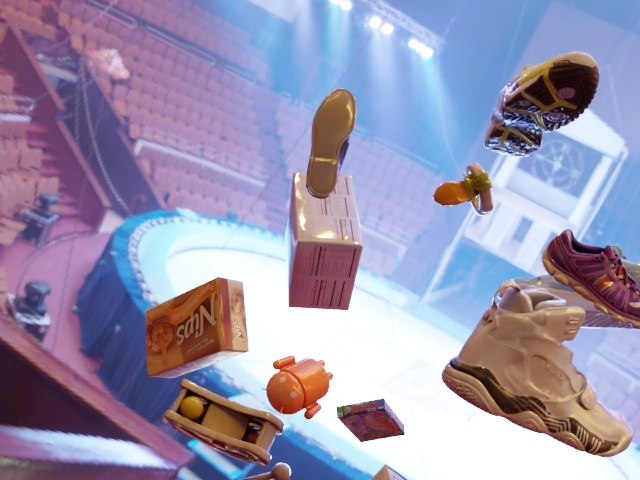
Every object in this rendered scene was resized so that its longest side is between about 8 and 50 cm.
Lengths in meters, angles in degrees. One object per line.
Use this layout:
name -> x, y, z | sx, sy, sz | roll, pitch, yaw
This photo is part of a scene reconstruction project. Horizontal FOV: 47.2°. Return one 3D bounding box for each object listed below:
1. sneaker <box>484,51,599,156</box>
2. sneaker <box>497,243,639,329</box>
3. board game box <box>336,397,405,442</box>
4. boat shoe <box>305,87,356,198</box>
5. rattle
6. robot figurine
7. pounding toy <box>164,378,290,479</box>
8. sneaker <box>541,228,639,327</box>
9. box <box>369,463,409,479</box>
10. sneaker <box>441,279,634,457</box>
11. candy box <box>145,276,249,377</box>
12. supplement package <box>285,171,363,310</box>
sneaker -> 0.419, -0.290, 1.439 | 0.145, 0.147, 0.385 | 14, -12, -6
sneaker -> 0.531, 0.084, 1.418 | 0.366, 0.150, 0.135 | 3, -23, 34
board game box -> 0.141, 0.495, 2.008 | 0.201, 0.136, 0.035 | 56, 25, -49
boat shoe -> 0.015, -0.174, 1.333 | 0.075, 0.206, 0.065 | 13, -8, -1
rattle -> 0.325, -0.111, 1.732 | 0.130, 0.142, 0.200 | 59, 1, -16
robot figurine -> -0.060, 0.408, 2.040 | 0.128, 0.158, 0.219 | 5, 17, 42
pounding toy -> -0.168, 0.382, 1.354 | 0.269, 0.155, 0.154 | 27, -26, -5
sneaker -> 0.357, 0.047, 0.905 | 0.170, 0.071, 0.068 | 35, 29, 18
box -> 0.106, 0.464, 1.195 | 0.072, 0.126, 0.137 | 37, 11, -23
sneaker -> 0.391, 0.208, 1.190 | 0.365, 0.210, 0.137 | 23, 6, -17
candy box -> -0.319, 0.226, 1.850 | 0.316, 0.183, 0.087 | -24, -25, 38
supplement package -> 0.000, 0.000, 1.698 | 0.145, 0.204, 0.262 | 4, 39, -7
